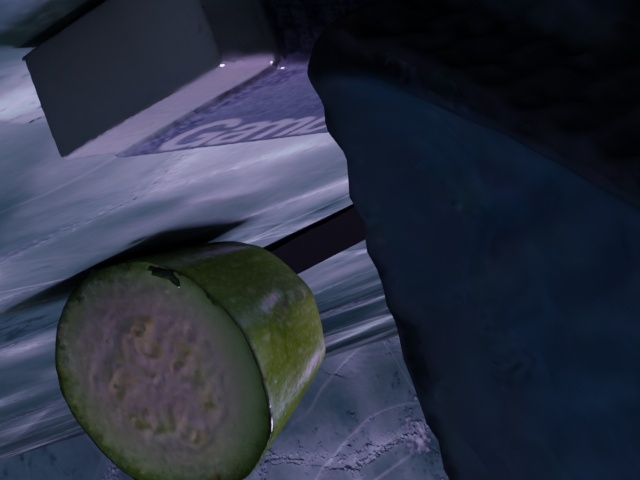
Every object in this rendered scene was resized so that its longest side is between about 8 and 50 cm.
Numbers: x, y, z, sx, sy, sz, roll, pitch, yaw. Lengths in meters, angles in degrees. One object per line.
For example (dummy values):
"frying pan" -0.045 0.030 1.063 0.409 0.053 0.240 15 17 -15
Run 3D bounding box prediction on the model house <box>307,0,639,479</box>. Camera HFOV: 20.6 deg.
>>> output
"model house" 0.212 -0.036 0.572 0.360 0.339 0.297 -28 162 -35

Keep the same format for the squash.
"squash" -0.078 0.073 1.176 0.170 0.170 0.123 -27 -174 43

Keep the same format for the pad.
"pad" 0.000 0.001 1.406 0.265 0.009 0.159 -27 170 35

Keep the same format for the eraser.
"eraser" -0.004 -0.072 0.668 0.092 0.046 0.212 -26 171 38
